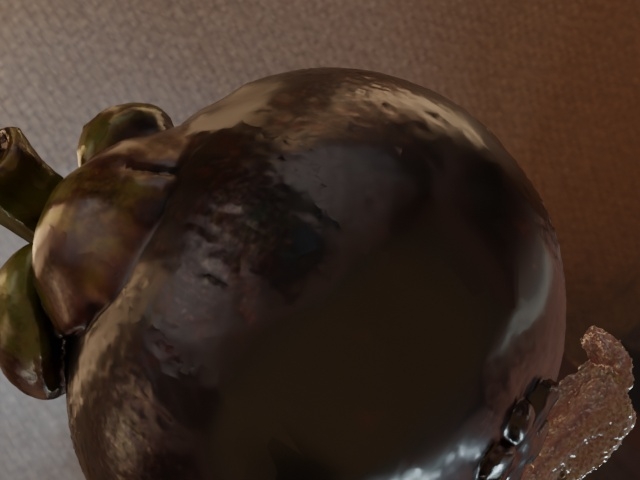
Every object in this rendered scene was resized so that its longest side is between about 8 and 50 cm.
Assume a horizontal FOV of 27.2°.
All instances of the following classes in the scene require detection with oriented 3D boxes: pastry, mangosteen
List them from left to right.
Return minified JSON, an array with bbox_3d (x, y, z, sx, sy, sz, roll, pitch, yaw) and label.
[{"bbox_3d":[-0.023,0.052,0.727,0.297,0.313,0.297,0,90,-55],"label":"mangosteen"},{"bbox_3d":[0.320,0.247,1.701,0.112,0.103,0.265,41,83,-28],"label":"pastry"}]
